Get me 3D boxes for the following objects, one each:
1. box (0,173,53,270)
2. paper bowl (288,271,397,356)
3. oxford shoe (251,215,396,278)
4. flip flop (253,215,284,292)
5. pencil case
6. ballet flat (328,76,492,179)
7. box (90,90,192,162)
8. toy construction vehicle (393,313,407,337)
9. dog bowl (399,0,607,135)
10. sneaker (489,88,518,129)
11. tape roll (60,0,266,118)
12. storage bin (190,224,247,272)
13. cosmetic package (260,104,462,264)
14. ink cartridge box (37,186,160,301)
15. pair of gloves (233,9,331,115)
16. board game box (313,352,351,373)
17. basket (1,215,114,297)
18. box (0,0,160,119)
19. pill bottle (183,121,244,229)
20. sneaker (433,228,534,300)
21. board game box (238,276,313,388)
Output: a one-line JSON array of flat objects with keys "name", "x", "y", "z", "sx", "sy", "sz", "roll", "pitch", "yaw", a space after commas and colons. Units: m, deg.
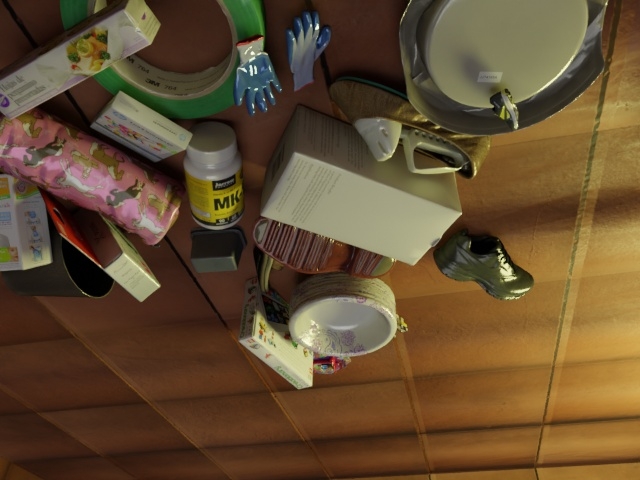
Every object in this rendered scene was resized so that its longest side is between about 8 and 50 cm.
[{"name": "box", "x": -0.673, "y": -0.041, "z": 1.150, "sx": 0.114, "sy": 0.103, "sz": 0.203, "roll": -3, "pitch": 96, "yaw": 7}, {"name": "paper bowl", "x": 0.059, "y": 0.179, "z": 1.421, "sx": 0.283, "sy": 0.148, "sz": 0.284, "roll": 1, "pitch": 139, "yaw": 1}, {"name": "oxford shoe", "x": 0.000, "y": 0.000, "z": 1.219, "sx": 0.347, "sy": 0.130, "sz": 0.123, "roll": 17, "pitch": 114, "yaw": -24}, {"name": "flip flop", "x": -0.116, "y": 0.028, "z": 1.302, "sx": 0.080, "sy": 0.112, "sz": 0.277, "roll": -3, "pitch": 135, "yaw": -17}, {"name": "pencil case", "x": -0.475, "y": -0.132, "z": 1.083, "sx": 0.386, "sy": 0.160, "sz": 0.167, "roll": 30, "pitch": 107, "yaw": -28}, {"name": "ballet flat", "x": 0.168, "y": -0.195, "z": 1.001, "sx": 0.342, "sy": 0.124, "sz": 0.116, "roll": 16, "pitch": 169, "yaw": -19}, {"name": "box", "x": -0.343, "y": -0.209, "z": 1.007, "sx": 0.145, "sy": 0.038, "sz": 0.186, "roll": 29, "pitch": 163, "yaw": -31}, {"name": "toy construction vehicle", "x": 0.212, "y": 0.253, "z": 1.591, "sx": 0.085, "sy": 0.035, "sz": 0.098, "roll": -22, "pitch": 132, "yaw": 39}, {"name": "dog bowl", "x": 0.291, "y": -0.341, "z": 0.861, "sx": 0.348, "sy": 0.102, "sz": 0.349, "roll": 1, "pitch": 139, "yaw": 1}, {"name": "sneaker", "x": 0.313, "y": -0.221, "z": 0.902, "sx": 0.035, "sy": 0.031, "sz": 0.083, "roll": -10, "pitch": 135, "yaw": 33}, {"name": "tape roll", "x": -0.252, "y": -0.356, "z": 0.880, "sx": 0.320, "sy": 0.077, "sz": 0.321, "roll": 1, "pitch": 139, "yaw": 0}, {"name": "storage bin", "x": -0.255, "y": 0.031, "z": 1.307, "sx": 0.135, "sy": 0.091, "sz": 0.098, "roll": -3, "pitch": 138, "yaw": 6}, {"name": "cosmetic package", "x": 0.081, "y": -0.102, "z": 1.097, "sx": 0.365, "sy": 0.155, "sz": 0.197, "roll": 18, "pitch": 137, "yaw": -19}, {"name": "ink cartridge box", "x": -0.483, "y": -0.015, "z": 1.147, "sx": 0.060, "sy": 0.275, "sz": 0.239, "roll": -41, "pitch": 134, "yaw": -10}, {"name": "pair of gloves", "x": -0.064, "y": -0.301, "z": 0.903, "sx": 0.198, "sy": 0.023, "sz": 0.159, "roll": -31, "pitch": 154, "yaw": -18}, {"name": "board game box", "x": 0.017, "y": 0.421, "z": 1.782, "sx": 0.133, "sy": 0.033, "sz": 0.168, "roll": 26, "pitch": 132, "yaw": -26}, {"name": "basket", "x": -0.651, "y": 0.060, "z": 1.306, "sx": 0.226, "sy": 0.154, "sz": 0.205, "roll": -11, "pitch": 104, "yaw": 22}, {"name": "box", "x": -0.405, "y": -0.291, "z": 0.852, "sx": 0.323, "sy": 0.067, "sz": 0.063, "roll": -16, "pitch": 134, "yaw": 23}, {"name": "pill bottle", "x": -0.220, "y": -0.132, "z": 1.099, "sx": 0.119, "sy": 0.119, "sz": 0.209, "roll": 3, "pitch": 139, "yaw": -2}, {"name": "sneaker", "x": 0.426, "y": 0.059, "z": 1.311, "sx": 0.286, "sy": 0.109, "sz": 0.130, "roll": 18, "pitch": 130, "yaw": -20}, {"name": "board game box", "x": -0.114, "y": 0.264, "z": 1.488, "sx": 0.053, "sy": 0.193, "sz": 0.305, "roll": -19, "pitch": 134, "yaw": 22}]
